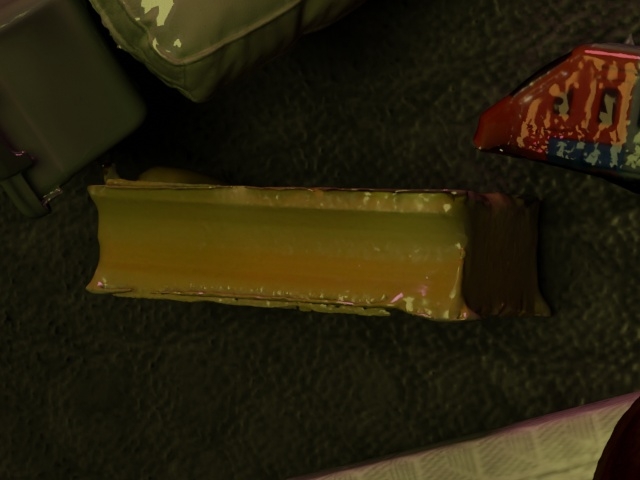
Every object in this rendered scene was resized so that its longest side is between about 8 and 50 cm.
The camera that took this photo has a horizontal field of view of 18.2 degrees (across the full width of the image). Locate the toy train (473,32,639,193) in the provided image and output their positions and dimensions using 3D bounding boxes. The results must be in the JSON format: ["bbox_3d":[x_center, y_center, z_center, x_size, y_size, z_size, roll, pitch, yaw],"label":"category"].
[{"bbox_3d":[0.277,-0.046,0.995,0.409,0.086,0.089,12,93,26],"label":"toy train"}]

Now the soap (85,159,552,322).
[{"bbox_3d":[0.000,0.002,1.100,0.233,0.135,0.076,5,91,26],"label":"soap"}]

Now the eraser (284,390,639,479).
[{"bbox_3d":[0.102,0.146,1.071,0.404,0.096,0.098,-18,84,24],"label":"eraser"}]

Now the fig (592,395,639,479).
[{"bbox_3d":[0.273,0.081,0.861,0.217,0.217,0.321,41,80,20],"label":"fig"}]

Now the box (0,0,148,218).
[{"bbox_3d":[-0.164,-0.102,1.134,0.093,0.172,0.124,-32,115,0],"label":"box"}]

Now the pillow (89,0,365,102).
[{"bbox_3d":[-0.073,-0.248,1.109,0.255,0.120,0.322,-32,72,-21],"label":"pillow"}]
